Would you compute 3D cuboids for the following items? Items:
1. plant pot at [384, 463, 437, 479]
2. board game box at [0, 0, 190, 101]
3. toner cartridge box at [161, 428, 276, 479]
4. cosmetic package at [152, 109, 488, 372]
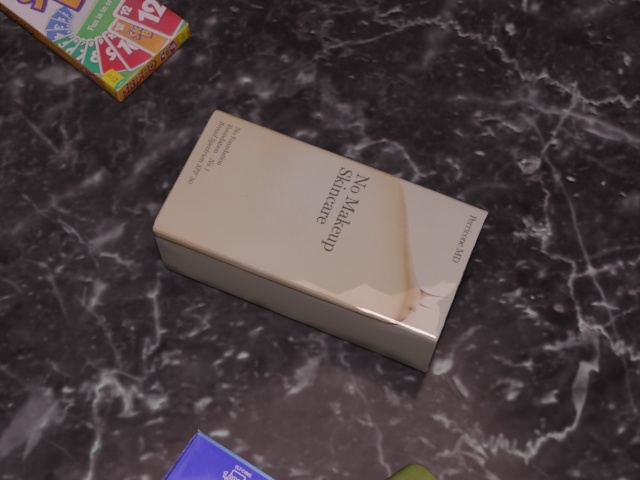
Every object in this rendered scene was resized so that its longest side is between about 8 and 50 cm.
[{"bbox_3d":[0.078,0.259,1.029,0.079,0.083,0.083,-38,72,-28],"label":"plant pot"},{"bbox_3d":[-0.294,-0.284,1.280,0.259,0.039,0.124,36,70,17],"label":"board game box"},{"bbox_3d":[0.017,0.309,0.954,0.348,0.165,0.075,31,70,11],"label":"toner cartridge box"},{"bbox_3d":[0.000,0.000,1.117,0.309,0.113,0.160,20,68,9],"label":"cosmetic package"}]
